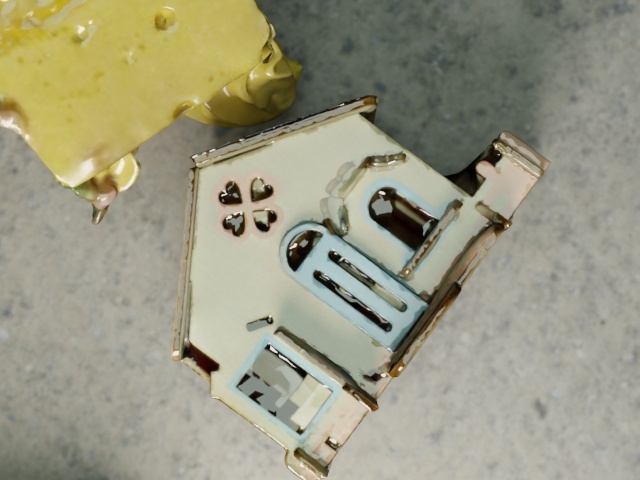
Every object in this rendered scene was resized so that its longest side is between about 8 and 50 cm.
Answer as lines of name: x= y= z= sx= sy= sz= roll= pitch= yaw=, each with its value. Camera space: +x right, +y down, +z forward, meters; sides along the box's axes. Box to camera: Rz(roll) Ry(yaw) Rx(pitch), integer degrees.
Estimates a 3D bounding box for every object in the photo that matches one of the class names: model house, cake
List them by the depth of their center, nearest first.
cake: x=-0.166 y=-0.175 z=1.001 sx=0.227 sy=0.222 sz=0.286 roll=-32 pitch=109 yaw=0
model house: x=0.000 y=0.000 z=1.029 sx=0.244 sy=0.169 sz=0.326 roll=37 pitch=89 yaw=5
